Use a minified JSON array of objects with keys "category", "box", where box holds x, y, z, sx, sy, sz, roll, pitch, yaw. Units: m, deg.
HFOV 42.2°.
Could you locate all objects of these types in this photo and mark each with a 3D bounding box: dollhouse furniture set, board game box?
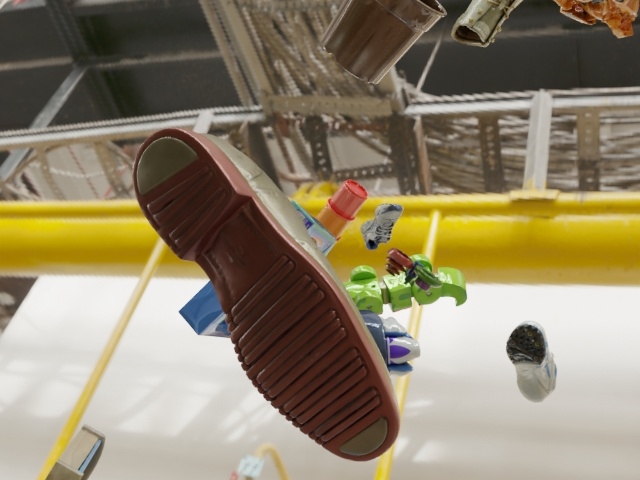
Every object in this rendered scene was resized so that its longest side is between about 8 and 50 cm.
[{"category":"dollhouse furniture set","box":[-0.343,0.506,1.382,0.303,0.286,0.198,32,2,-4]},{"category":"board game box","box":[-0.080,0.045,1.135,0.047,0.210,0.160,47,2,14]}]

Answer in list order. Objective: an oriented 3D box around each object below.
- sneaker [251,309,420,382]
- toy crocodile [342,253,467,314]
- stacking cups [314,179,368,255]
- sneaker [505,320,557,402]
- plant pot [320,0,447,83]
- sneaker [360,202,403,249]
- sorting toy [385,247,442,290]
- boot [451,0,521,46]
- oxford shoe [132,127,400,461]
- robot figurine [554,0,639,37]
[{"category":"sneaker","box":[0.042,0.179,1.392,0.236,0.130,0.323,-7,-6,21]},{"category":"toy crocodile","box":[0.164,0.117,1.871,0.341,0.115,0.105,-11,-54,-5]},{"category":"stacking cups","box":[0.000,0.000,1.881,0.096,0.096,0.316,33,-65,-15]},{"category":"sneaker","box":[0.415,0.223,1.608,0.085,0.086,0.237,21,-32,32]},{"category":"plant pot","box":[0.095,-0.365,1.394,0.167,0.167,0.165,33,-64,-15]},{"category":"sneaker","box":[0.121,-0.023,1.570,0.052,0.058,0.135,6,-29,-19]},{"category":"sorting toy","box":[0.142,0.054,1.317,0.102,0.061,0.042,37,-79,14]},{"category":"boot","box":[0.324,-0.420,1.440,0.077,0.165,0.213,40,-10,-19]},{"category":"oxford shoe","box":[-0.027,0.035,0.765,0.123,0.130,0.348,-38,-100,26]},{"category":"robot figurine","box":[0.361,-0.314,0.979,0.211,0.085,0.291,-8,-3,39]}]
